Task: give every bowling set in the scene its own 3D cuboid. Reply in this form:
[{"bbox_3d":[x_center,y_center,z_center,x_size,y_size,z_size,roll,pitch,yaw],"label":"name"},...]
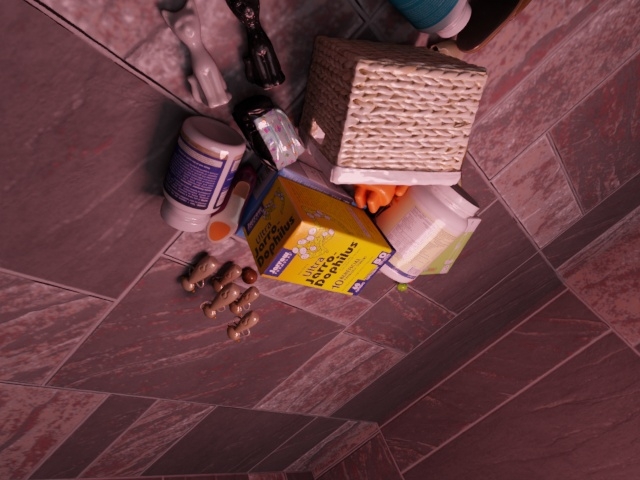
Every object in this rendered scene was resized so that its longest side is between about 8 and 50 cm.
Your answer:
[{"bbox_3d":[-0.291,0.180,1.355,0.154,0.286,0.200,-41,171,21],"label":"bowling set"}]

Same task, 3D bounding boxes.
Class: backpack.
[{"bbox_3d":[-0.124,-0.259,1.011,0.115,0.152,0.181,-32,122,-3],"label":"backpack"}]

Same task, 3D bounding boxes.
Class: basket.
[{"bbox_3d":[0.144,-0.312,0.978,0.332,0.328,0.266,-3,124,-17],"label":"basket"}]

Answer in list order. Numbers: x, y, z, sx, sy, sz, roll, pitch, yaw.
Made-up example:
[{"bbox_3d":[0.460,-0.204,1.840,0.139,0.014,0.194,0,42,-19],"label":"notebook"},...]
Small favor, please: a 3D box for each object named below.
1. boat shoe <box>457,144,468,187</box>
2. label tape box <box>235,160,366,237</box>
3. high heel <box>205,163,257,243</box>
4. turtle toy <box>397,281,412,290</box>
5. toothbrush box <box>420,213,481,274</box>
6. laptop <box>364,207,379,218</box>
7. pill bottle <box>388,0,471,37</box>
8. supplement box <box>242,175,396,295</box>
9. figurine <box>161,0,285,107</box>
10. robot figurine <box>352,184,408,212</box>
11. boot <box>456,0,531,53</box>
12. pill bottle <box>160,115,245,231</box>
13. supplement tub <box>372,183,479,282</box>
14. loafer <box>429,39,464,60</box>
[{"bbox_3d":[0.400,-0.233,1.374,0.123,0.123,0.341,-8,135,-3],"label":"boat shoe"},{"bbox_3d":[-0.064,-0.093,1.256,0.348,0.115,0.249,18,121,-42],"label":"label tape box"},{"bbox_3d":[-0.250,-0.101,1.155,0.082,0.117,0.244,22,123,-13],"label":"high heel"},{"bbox_3d":[0.361,0.158,1.757,0.095,0.066,0.130,-2,131,-27],"label":"turtle toy"},{"bbox_3d":[0.452,-0.007,1.605,0.207,0.122,0.283,-1,132,-27],"label":"toothbrush box"},{"bbox_3d":[0.201,-0.030,1.529,0.265,0.137,0.234,-21,145,-48],"label":"laptop"},{"bbox_3d":[0.231,-0.571,0.922,0.264,0.146,0.146,20,119,-40],"label":"pill bottle"},{"bbox_3d":[0.000,0.000,1.151,0.357,0.195,0.194,17,121,-39],"label":"supplement box"},{"bbox_3d":[-0.206,-0.421,0.889,0.215,0.092,0.209,-22,130,-7],"label":"figurine"},{"bbox_3d":[0.178,-0.193,1.233,0.128,0.158,0.219,38,73,-27],"label":"robot figurine"},{"bbox_3d":[0.472,-0.589,1.049,0.305,0.112,0.115,-51,146,7],"label":"boot"},{"bbox_3d":[-0.302,-0.159,1.029,0.153,0.153,0.264,9,125,-35],"label":"pill bottle"},{"bbox_3d":[0.303,-0.051,1.289,0.236,0.235,0.324,20,121,-40],"label":"supplement tub"},{"bbox_3d":[0.299,-0.422,1.145,0.092,0.102,0.268,2,120,-28],"label":"loafer"}]
